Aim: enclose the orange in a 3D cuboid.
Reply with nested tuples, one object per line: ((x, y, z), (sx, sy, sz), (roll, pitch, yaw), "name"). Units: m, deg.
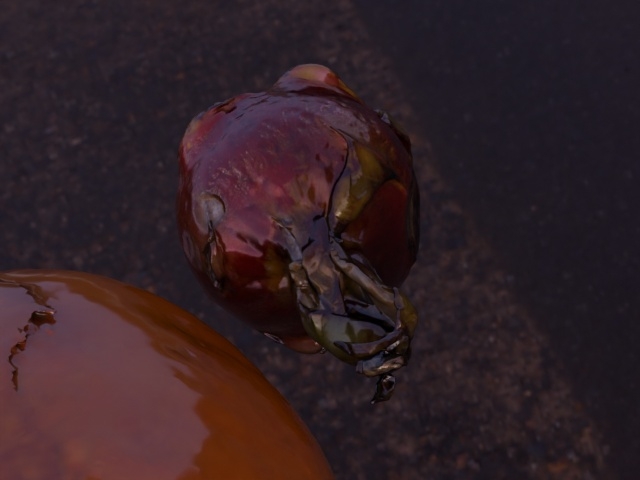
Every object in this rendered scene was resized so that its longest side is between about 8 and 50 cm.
((-0.115, 0.146, 0.439), (0.284, 0.226, 0.283), (-23, 42, 23), "orange")

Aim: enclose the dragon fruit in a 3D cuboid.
((0.000, 0.000, 0.601), (0.125, 0.125, 0.246), (6, 24, -16), "dragon fruit")
